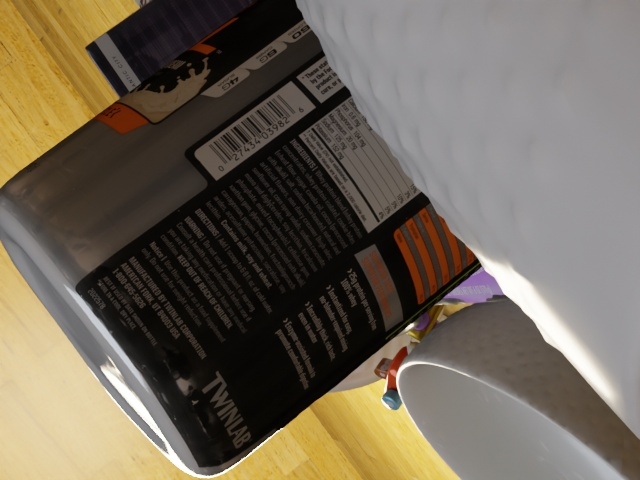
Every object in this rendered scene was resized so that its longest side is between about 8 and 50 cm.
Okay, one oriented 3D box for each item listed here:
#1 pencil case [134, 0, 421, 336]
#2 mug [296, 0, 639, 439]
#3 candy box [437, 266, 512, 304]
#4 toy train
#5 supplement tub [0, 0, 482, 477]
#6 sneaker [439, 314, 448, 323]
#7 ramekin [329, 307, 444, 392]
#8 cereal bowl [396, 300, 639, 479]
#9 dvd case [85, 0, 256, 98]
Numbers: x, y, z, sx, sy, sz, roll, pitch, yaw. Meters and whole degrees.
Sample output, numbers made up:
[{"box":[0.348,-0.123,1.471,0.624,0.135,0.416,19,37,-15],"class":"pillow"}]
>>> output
[{"box":[-0.055,-0.095,1.286,0.160,0.183,0.410,47,-154,-78],"class":"pencil case"},{"box":[0.151,-0.119,0.609,0.374,0.276,0.328,18,-153,-52],"class":"mug"},{"box":[0.079,-0.056,1.030,0.196,0.070,0.165,58,157,-10],"class":"candy box"},{"box":[0.095,0.066,1.360,0.046,0.166,0.125,28,151,18],"class":"toy train"},{"box":[-0.001,-0.036,0.821,0.193,0.316,0.193,48,165,18],"class":"supplement tub"},{"box":[0.174,0.194,1.720,0.282,0.102,0.161,37,164,51],"class":"sneaker"},{"box":[0.000,0.000,1.449,0.273,0.273,0.127,48,154,21],"class":"ramekin"},{"box":[0.232,0.165,1.252,0.339,0.141,0.339,37,162,15],"class":"cereal bowl"},{"box":[-0.047,-0.141,1.162,0.164,0.221,0.018,56,-166,-9],"class":"dvd case"}]
